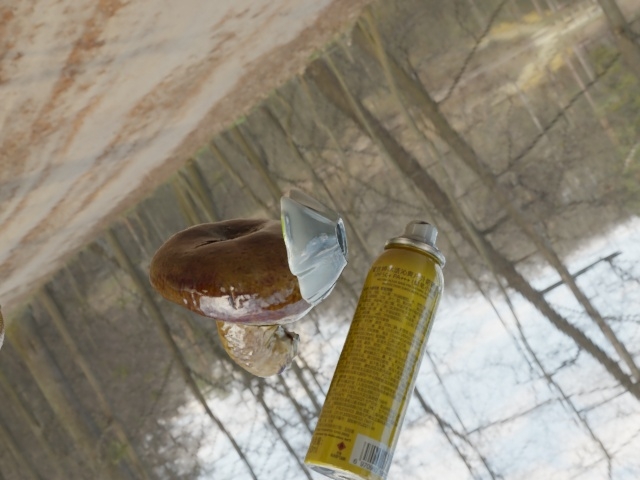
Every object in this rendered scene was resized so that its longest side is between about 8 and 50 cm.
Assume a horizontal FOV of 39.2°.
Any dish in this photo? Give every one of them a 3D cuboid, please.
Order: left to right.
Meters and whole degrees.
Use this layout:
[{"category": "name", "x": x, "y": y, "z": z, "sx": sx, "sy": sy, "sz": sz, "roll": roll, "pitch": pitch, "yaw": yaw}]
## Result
[{"category": "dish", "x": 0.000, "y": 0.000, "z": 0.695, "sx": 0.039, "sy": 0.091, "sz": 0.137, "roll": -8, "pitch": 171, "yaw": 6}]

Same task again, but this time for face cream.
[{"category": "face cream", "x": 0.082, "y": 0.134, "z": 1.149, "sx": 0.105, "sy": 0.105, "sz": 0.349, "roll": -28, "pitch": -140, "yaw": 63}]

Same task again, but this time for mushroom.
[{"category": "mushroom", "x": -0.101, "y": 0.069, "z": 1.289, "sx": 0.267, "sy": 0.254, "sz": 0.267, "roll": -22, "pitch": 172, "yaw": -3}]

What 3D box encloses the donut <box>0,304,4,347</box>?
[{"category": "donut", "x": -0.422, "y": 0.080, "z": 0.899, "sx": 0.150, "sy": 0.299, "sz": 0.317, "roll": 7, "pitch": -175, "yaw": -33}]
